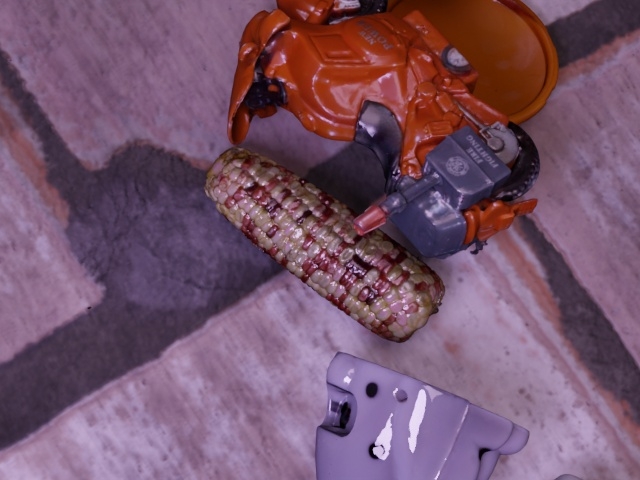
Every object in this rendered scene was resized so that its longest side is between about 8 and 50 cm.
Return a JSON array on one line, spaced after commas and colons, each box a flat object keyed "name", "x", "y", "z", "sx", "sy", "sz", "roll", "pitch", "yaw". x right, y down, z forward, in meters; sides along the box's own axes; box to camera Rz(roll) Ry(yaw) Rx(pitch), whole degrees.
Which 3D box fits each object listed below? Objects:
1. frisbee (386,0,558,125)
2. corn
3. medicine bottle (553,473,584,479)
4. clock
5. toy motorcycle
[{"name": "frisbee", "x": 0.139, "y": -0.180, "z": 1.472, "sx": 0.192, "sy": 0.035, "sz": 0.192, "roll": 5, "pitch": 58, "yaw": -8}, {"name": "corn", "x": 0.000, "y": 0.000, "z": 1.384, "sx": 0.253, "sy": 0.086, "sz": 0.086, "roll": 37, "pitch": 73, "yaw": 5}, {"name": "medicine bottle", "x": 0.283, "y": 0.344, "z": 1.291, "sx": 0.296, "sy": 0.161, "sz": 0.111, "roll": 37, "pitch": 35, "yaw": 5}, {"name": "clock", "x": 0.053, "y": 0.241, "z": 1.292, "sx": 0.188, "sy": 0.189, "sz": 0.254, "roll": 18, "pitch": 85, "yaw": -3}, {"name": "toy motorcycle", "x": 0.040, "y": -0.114, "z": 1.348, "sx": 0.221, "sy": 0.148, "sz": 0.326, "roll": -34, "pitch": 70, "yaw": -21}]
